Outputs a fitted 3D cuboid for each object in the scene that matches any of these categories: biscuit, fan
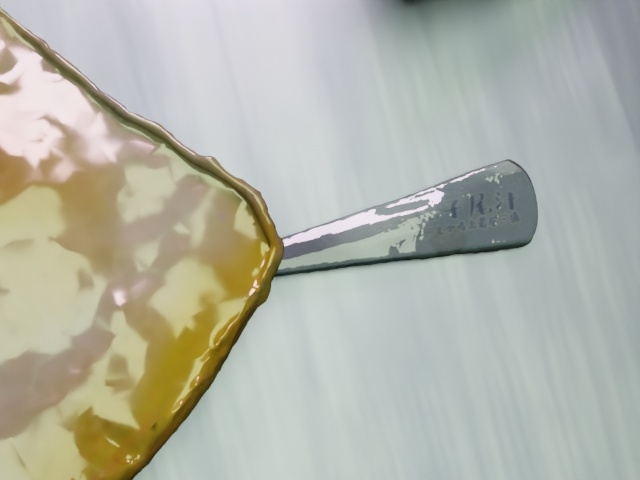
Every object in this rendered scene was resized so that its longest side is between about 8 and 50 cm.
[{"bbox_3d":[-0.281,0.032,0.666,0.429,0.104,0.446,31,75,1],"label":"biscuit"},{"bbox_3d":[0.000,0.000,0.751,0.282,0.023,0.057,-11,89,-8],"label":"fan"}]
